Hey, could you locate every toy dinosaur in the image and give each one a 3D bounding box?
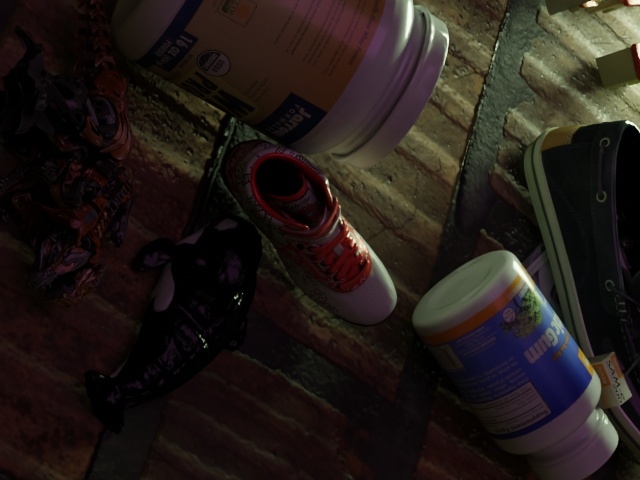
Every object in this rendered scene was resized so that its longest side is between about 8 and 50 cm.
[{"bbox_3d":[-0.267,-0.103,1.473,0.218,0.164,0.322,29,39,-46],"label":"toy dinosaur"}]

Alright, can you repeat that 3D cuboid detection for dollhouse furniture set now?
[{"bbox_3d":[0.454,-0.359,2.117,0.262,0.135,0.259,-14,89,-47],"label":"dollhouse furniture set"}]

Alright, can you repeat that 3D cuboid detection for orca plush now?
[{"bbox_3d":[-0.134,0.068,1.524,0.287,0.102,0.151,-37,100,-41],"label":"orca plush"}]

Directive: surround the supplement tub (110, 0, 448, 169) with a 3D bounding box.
[{"bbox_3d":[-0.043,-0.233,1.590,0.316,0.228,0.228,28,59,-19],"label":"supplement tub"}]

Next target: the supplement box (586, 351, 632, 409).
[{"bbox_3d":[0.335,0.184,1.853,0.036,0.098,0.062,-26,93,-47],"label":"supplement box"}]

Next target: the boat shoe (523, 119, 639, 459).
[{"bbox_3d":[0.420,0.072,1.933,0.187,0.156,0.500,-9,80,-53],"label":"boat shoe"}]

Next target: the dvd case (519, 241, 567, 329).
[{"bbox_3d":[0.304,0.134,1.924,0.164,0.018,0.221,-40,102,-40],"label":"dvd case"}]

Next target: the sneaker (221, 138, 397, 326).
[{"bbox_3d":[-0.001,0.000,1.615,0.090,0.145,0.270,-42,102,-7],"label":"sneaker"}]

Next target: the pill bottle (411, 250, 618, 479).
[{"bbox_3d":[0.243,0.160,1.774,0.272,0.152,0.152,53,50,-13],"label":"pill bottle"}]
